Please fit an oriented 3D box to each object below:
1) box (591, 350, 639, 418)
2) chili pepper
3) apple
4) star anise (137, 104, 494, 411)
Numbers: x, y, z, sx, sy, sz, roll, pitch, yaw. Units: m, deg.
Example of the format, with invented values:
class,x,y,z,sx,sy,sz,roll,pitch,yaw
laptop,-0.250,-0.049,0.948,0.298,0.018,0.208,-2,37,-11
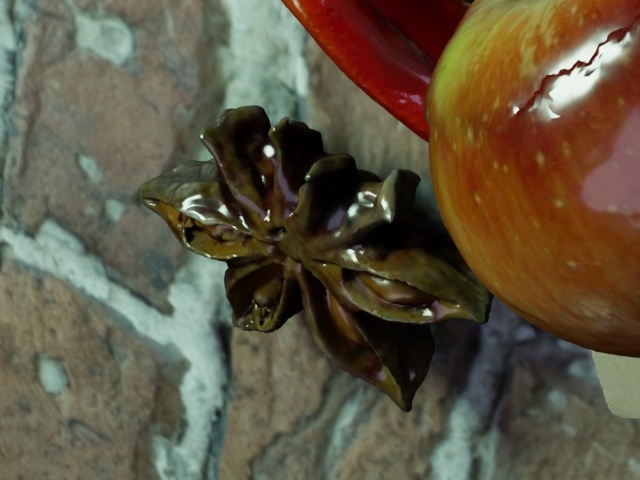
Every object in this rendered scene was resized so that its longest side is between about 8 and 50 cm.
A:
class,x,y,z,sx,sy,sz,roll,pitch,yaw
box,0.199,0.046,1.158,0.089,0.062,0.122,-2,117,37
chili pepper,0.068,-0.127,1.117,0.368,0.092,0.137,39,139,-13
apple,0.185,-0.066,0.953,0.206,0.272,0.251,50,168,-12
star anise,0.006,0.005,1.255,0.220,0.099,0.214,46,149,-5
